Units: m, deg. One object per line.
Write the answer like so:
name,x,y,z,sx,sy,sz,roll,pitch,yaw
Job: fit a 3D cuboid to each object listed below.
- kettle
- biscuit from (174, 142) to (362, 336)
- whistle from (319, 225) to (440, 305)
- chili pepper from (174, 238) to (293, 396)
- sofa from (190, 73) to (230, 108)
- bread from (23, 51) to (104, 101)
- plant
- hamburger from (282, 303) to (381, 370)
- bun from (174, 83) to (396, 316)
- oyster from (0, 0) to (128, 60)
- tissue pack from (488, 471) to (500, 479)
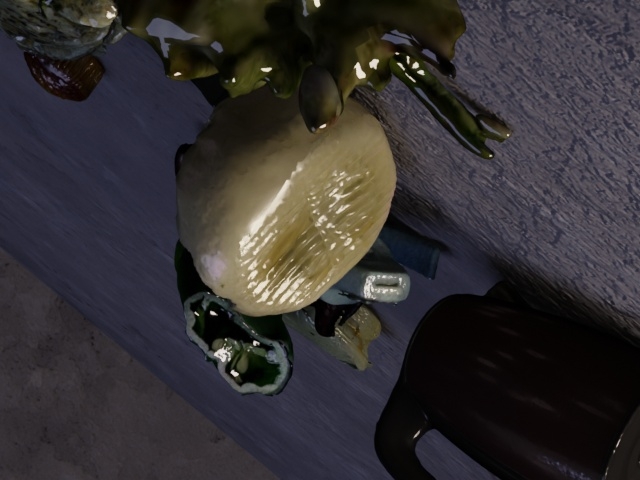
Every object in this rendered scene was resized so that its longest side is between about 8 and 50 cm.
kettle,0.167,0.148,1.457,0.232,0.202,0.144,25,170,38
biscuit,-0.047,-0.003,1.804,0.235,0.063,0.151,44,168,10
whistle,0.000,0.000,1.576,0.180,0.093,0.269,9,-169,-29
chili pepper,-0.098,0.052,1.905,0.136,0.099,0.270,28,-161,-17
sofa,-0.040,-0.101,1.505,0.147,0.060,0.085,47,-179,-32
bread,-0.266,-0.176,1.830,0.085,0.053,0.085,36,167,10
plant,-0.019,-0.132,1.095,0.251,0.180,0.333,46,173,13
hamburger,0.002,0.082,1.980,0.140,0.062,0.133,27,164,33
bun,-0.042,-0.036,1.394,0.128,0.193,0.178,31,155,32
oyster,-0.238,-0.228,1.440,0.268,0.112,0.198,32,169,8
tissue pack,0.226,0.274,2.092,0.063,0.035,0.083,30,164,34
